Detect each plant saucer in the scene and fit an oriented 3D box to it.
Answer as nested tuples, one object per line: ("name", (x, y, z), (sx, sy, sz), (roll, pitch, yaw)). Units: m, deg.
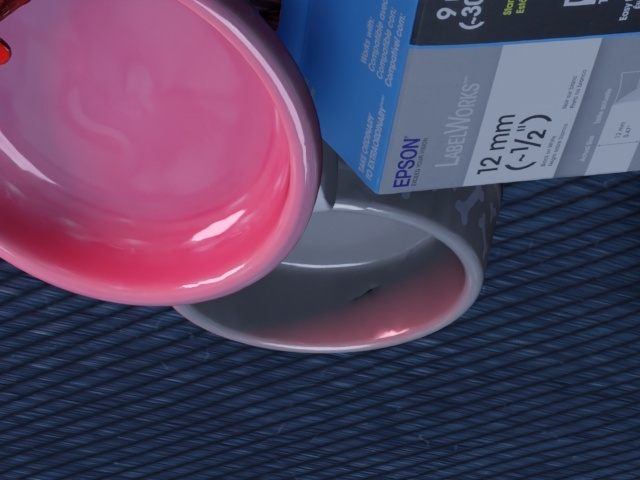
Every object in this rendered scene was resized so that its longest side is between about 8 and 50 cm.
("plant saucer", (-0.153, -0.098, 1.268), (0.332, 0.084, 0.332), (10, 134, 11))

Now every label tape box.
("label tape box", (0.104, -0.152, 1.259), (0.348, 0.115, 0.249), (-7, 143, -14))

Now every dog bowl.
("dog bowl", (0.000, 0.000, 1.652), (0.349, 0.102, 0.349), (0, 150, 0))

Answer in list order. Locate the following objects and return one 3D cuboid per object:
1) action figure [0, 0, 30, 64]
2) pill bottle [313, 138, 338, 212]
("action figure", (-0.113, -0.223, 1.079), (0.139, 0.280, 0.091), (2, 133, 39))
("pill bottle", (-0.135, -0.078, 1.451), (0.283, 0.160, 0.160), (-4, 151, 9))
